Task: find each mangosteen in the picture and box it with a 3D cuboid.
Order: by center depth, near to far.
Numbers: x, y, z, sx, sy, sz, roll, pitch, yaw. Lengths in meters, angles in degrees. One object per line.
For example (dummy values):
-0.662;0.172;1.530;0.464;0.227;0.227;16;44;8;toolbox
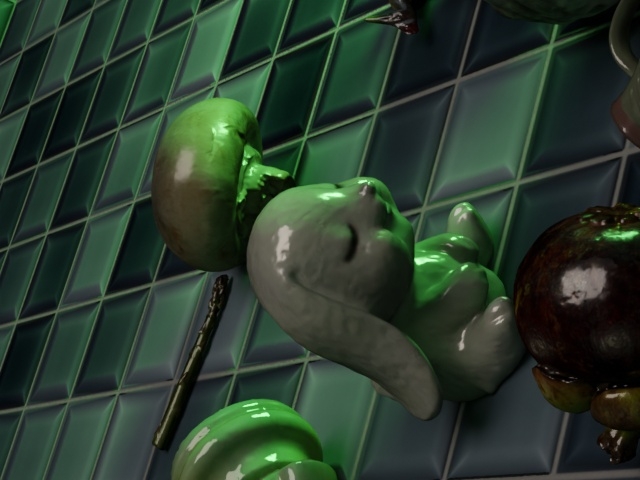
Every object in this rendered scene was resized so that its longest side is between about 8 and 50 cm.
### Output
0.258;0.078;1.455;0.192;0.192;0.217;10;107;62;mangosteen

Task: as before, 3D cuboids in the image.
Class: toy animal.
0.047;0.047;1.733;0.206;0.265;0.272;-51;31;26;toy animal
0.107;-0.322;2.166;0.105;0.070;0.202;-24;40;25;toy animal

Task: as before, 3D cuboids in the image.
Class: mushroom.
-0.124;-0.071;2.228;0.178;0.226;0.226;2;61;18;mushroom

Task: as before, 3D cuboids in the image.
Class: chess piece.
-0.027;0.310;1.789;0.176;0.176;0.298;-56;41;15;chess piece

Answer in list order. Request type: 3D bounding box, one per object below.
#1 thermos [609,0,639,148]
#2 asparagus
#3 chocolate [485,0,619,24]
0.354;-0.197;1.536;0.265;0.146;0.176;-56;52;34;thermos
-0.168;0.158;2.278;0.024;0.025;0.248;54;-124;-72;asparagus
0.228;-0.328;1.760;0.303;0.303;0.213;-153;65;-63;chocolate
